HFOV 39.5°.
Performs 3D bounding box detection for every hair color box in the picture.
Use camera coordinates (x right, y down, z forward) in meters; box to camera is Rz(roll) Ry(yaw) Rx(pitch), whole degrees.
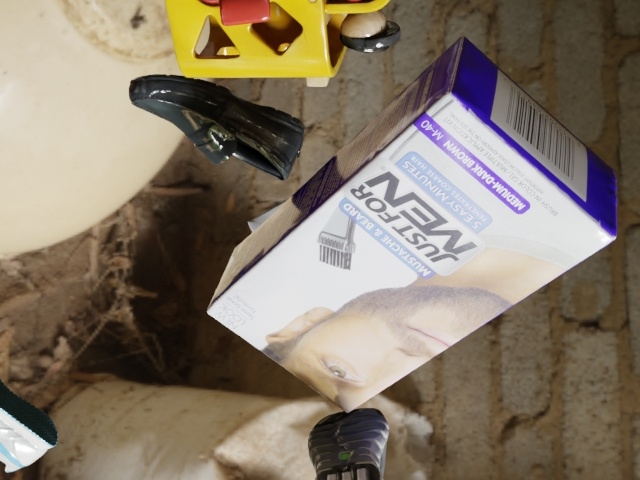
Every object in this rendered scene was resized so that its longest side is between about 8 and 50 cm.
[{"bbox_3d":[0.071,0.004,0.802,0.185,0.339,0.110,38,40,-14],"label":"hair color box"}]

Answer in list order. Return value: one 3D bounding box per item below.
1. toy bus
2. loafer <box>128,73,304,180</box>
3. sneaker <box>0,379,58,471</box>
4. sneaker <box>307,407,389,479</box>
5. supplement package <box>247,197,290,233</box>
[{"bbox_3d":[-0.010,-0.167,0.649,0.190,0.202,0.104,-24,129,-24],"label":"toy bus"},{"bbox_3d":[-0.111,-0.124,0.988,0.223,0.076,0.078,16,80,-39],"label":"loafer"},{"bbox_3d":[-0.496,0.250,1.298,0.229,0.092,0.087,48,8,-19],"label":"sneaker"},{"bbox_3d":[0.036,0.268,0.916,0.229,0.086,0.132,-65,144,-77],"label":"sneaker"},{"bbox_3d":[0.000,0.000,1.488,0.149,0.194,0.203,60,-6,7],"label":"supplement package"}]
